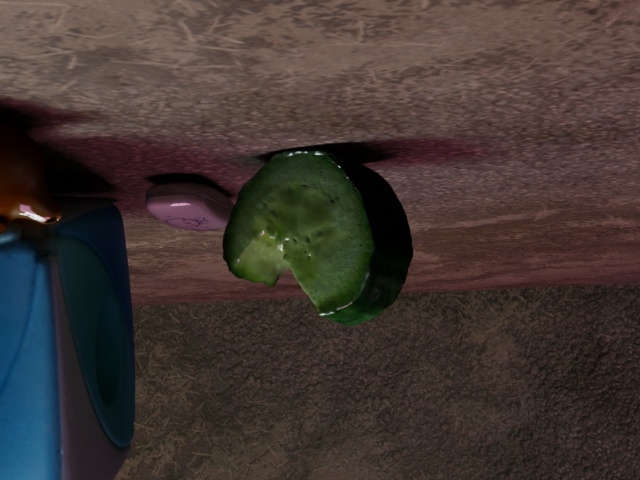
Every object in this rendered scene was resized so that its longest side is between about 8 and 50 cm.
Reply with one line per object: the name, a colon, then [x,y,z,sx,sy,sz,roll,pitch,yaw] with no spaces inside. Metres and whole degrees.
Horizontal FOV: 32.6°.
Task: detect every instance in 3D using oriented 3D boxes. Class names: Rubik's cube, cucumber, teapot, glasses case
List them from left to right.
teapot: [-0.363,-0.044,0.993,0.252,0.135,0.178,-2,169,-7]
Rubik's cube: [-0.412,0.129,1.244,0.352,0.351,0.347,-4,-173,2]
glasses case: [-0.160,-0.041,1.369,0.076,0.049,0.197,-3,172,9]
cucumber: [0.007,-0.007,1.207,0.191,0.191,0.130,-6,173,29]
